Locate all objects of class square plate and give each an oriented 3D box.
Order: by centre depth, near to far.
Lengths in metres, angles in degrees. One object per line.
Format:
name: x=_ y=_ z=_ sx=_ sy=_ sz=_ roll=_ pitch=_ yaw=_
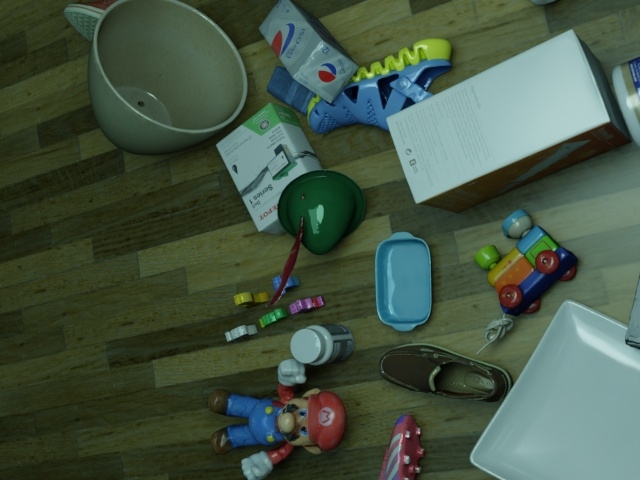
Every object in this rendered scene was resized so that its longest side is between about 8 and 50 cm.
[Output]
square plate: x=0.476 y=0.307 z=1.469 sx=0.344 sy=0.049 sz=0.347 roll=27 pitch=68 yaw=26

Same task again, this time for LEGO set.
LEGO set: x=-0.118 y=0.133 z=1.839 sx=0.227 sy=0.093 sz=0.087 roll=-26 pitch=75 yaw=24

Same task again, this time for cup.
cup: x=-0.353 y=-0.311 z=1.896 sx=0.237 sy=0.331 sz=0.331 roll=-39 pitch=68 yaw=48

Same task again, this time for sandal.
sandal: x=0.118 y=-0.268 z=1.730 sx=0.317 sy=0.126 sz=0.138 roll=-21 pitch=81 yaw=26

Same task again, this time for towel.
towel: x=-0.053 y=-0.311 z=1.871 sx=0.119 sy=0.029 sz=0.067 roll=34 pitch=102 yaw=24

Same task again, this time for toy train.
toy train: x=0.323 y=0.071 z=1.614 sx=0.248 sy=0.105 sz=0.143 roll=-46 pitch=58 yaw=18

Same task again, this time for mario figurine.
mario figurine: x=-0.097 y=0.351 z=1.766 sx=0.320 sy=0.170 sz=0.198 roll=-10 pitch=116 yaw=34

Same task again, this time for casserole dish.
casserole dish: x=0.164 y=0.079 z=1.727 sx=0.114 sy=0.037 sz=0.188 roll=-3 pitch=86 yaw=27

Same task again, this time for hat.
hat: x=0.000 y=0.000 z=1.705 sx=0.173 sy=0.183 sz=0.208 roll=9 pitch=128 yaw=-8

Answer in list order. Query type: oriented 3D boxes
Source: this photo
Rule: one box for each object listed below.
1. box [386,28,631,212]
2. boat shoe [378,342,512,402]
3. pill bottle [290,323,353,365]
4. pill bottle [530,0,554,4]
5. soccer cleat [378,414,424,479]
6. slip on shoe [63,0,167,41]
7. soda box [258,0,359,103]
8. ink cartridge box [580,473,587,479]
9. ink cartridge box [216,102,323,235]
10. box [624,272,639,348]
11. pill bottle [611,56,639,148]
box: x=0.326 y=-0.192 z=1.560 sx=0.345 sy=0.215 sz=0.168 roll=-23 pitch=77 yaw=25
boat shoe: x=0.217 y=0.242 z=1.654 sx=0.257 sy=0.095 sz=0.095 roll=3 pitch=88 yaw=28
pill bottle: x=0.003 y=0.202 z=1.746 sx=0.078 sy=0.137 sz=0.078 roll=-2 pitch=85 yaw=28
pill bottle: x=0.354 y=-0.571 z=1.601 sx=0.160 sy=0.160 sz=0.283 roll=-42 pitch=69 yaw=19
soccer cleat: x=0.137 y=0.451 z=1.695 sx=0.095 sy=0.083 sz=0.248 roll=1 pitch=90 yaw=32
slip on shoe: x=-0.452 y=-0.509 z=2.059 sx=0.331 sy=0.123 sz=0.101 roll=8 pitch=58 yaw=33
soda box: x=-0.029 y=-0.376 z=1.745 sx=0.091 sy=0.098 sz=0.286 roll=-51 pitch=33 yaw=16
ink cartridge box: x=0.415 y=0.545 z=1.519 sx=0.283 sy=0.117 sz=0.207 roll=-46 pitch=67 yaw=18
ink cartridge box: x=-0.091 y=-0.143 z=1.843 sx=0.160 sy=0.092 sz=0.219 roll=-35 pitch=71 yaw=22
box: x=0.665 y=0.061 z=1.427 sx=0.293 sy=0.073 sz=0.295 roll=13 pitch=85 yaw=30
pill bottle: x=0.620 y=-0.256 z=1.445 sx=0.264 sy=0.153 sz=0.153 roll=-19 pitch=78 yaw=25
